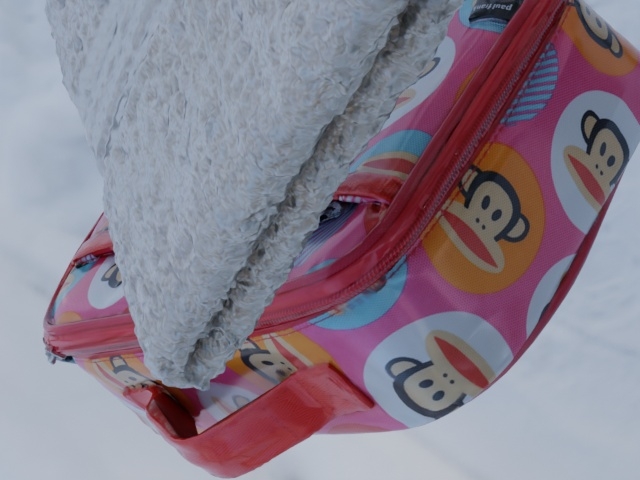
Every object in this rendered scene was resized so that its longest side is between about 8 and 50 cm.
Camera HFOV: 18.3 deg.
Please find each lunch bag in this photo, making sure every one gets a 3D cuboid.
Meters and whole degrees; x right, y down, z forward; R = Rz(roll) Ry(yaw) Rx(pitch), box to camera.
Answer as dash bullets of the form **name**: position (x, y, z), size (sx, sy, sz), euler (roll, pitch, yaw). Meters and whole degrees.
- **lunch bag**: position (0.000, 0.000, 0.937), size (0.120, 0.258, 0.293), euler (45, 149, -23)

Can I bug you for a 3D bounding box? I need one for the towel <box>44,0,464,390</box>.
- **towel**: position (-0.034, -0.087, 0.653), size (0.282, 0.049, 0.187), euler (122, 137, -54)
